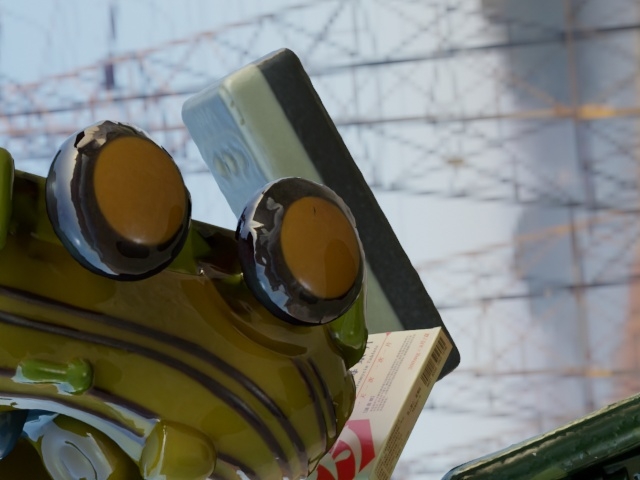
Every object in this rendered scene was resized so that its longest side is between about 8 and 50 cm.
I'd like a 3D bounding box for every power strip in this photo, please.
[{"bbox_3d":[0.000,0.000,1.282,0.257,0.070,0.105,60,160,-5],"label":"power strip"}]

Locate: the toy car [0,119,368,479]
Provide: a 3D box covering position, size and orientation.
[{"bbox_3d":[-0.097,0.054,0.747,0.248,0.200,0.142,15,-113,-35],"label":"toy car"}]

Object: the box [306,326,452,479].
[{"bbox_3d":[0.018,0.078,0.851,0.015,0.058,0.093,55,-136,-28],"label":"box"}]

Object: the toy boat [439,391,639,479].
[{"bbox_3d":[0.154,0.122,0.944,0.052,0.210,0.104,-113,3,-58],"label":"toy boat"}]
